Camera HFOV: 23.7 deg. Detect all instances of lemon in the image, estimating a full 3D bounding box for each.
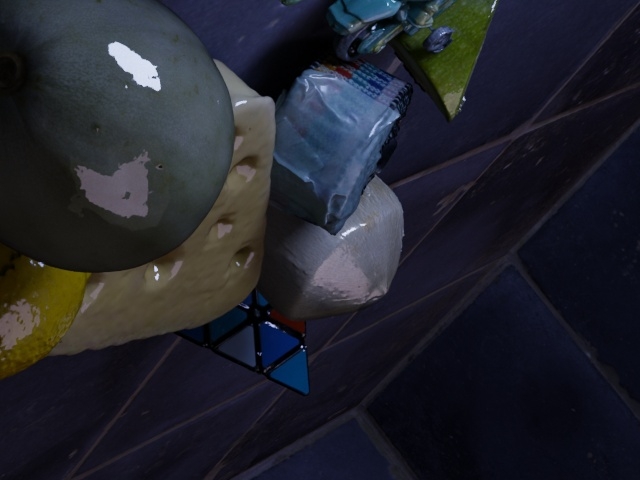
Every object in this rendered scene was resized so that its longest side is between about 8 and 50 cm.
[{"bbox_3d":[-0.343,0.041,1.532,0.260,0.204,0.204,-33,166,-20],"label":"lemon"}]

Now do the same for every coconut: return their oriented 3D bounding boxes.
[{"bbox_3d":[0.000,0.000,2.170,0.245,0.247,0.245,-37,167,-10],"label":"coconut"}]

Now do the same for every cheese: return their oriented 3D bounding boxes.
[{"bbox_3d":[-0.174,-0.044,1.748,0.384,0.104,0.384,-38,153,-23],"label":"cheese"}]

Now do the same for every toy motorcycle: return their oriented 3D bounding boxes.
[{"bbox_3d":[0.134,-0.318,1.787,0.296,0.109,0.198,-38,164,-5],"label":"toy motorcycle"}]

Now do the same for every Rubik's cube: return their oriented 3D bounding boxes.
[{"bbox_3d":[-0.115,0.157,2.598,0.284,0.250,0.234,-39,-174,-17],"label":"Rubik's cube"}]

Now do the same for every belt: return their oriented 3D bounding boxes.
[{"bbox_3d":[0.015,-0.126,1.893,0.207,0.150,0.257,-66,175,30],"label":"belt"}]

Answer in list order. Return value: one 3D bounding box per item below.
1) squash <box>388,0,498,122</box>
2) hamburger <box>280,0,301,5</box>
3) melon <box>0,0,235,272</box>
[{"bbox_3d":[0.213,-0.291,1.919,0.252,0.169,0.093,-36,172,-5],"label":"squash"},{"bbox_3d":[-0.015,-0.306,1.347,0.276,0.150,0.261,-45,163,30],"label":"hamburger"},{"bbox_3d":[-0.207,-0.101,1.309,0.272,0.271,0.308,-39,136,4],"label":"melon"}]
